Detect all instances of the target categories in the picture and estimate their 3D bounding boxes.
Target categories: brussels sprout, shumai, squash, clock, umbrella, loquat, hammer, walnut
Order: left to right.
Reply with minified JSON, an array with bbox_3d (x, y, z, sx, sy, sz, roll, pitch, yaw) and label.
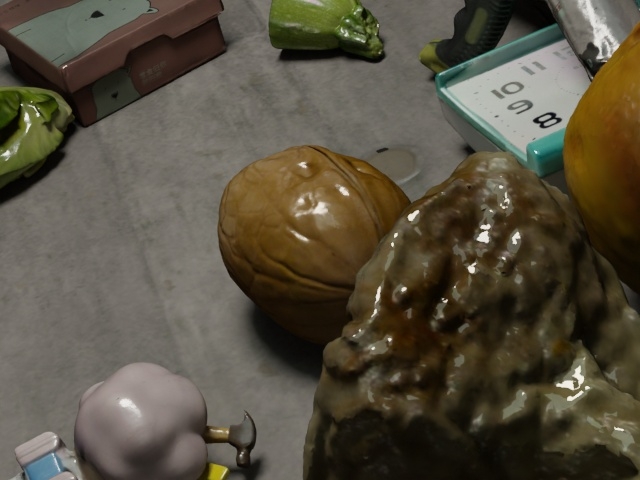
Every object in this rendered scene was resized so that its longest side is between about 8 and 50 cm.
[{"bbox_3d":[-0.356,-0.119,1.807,0.181,0.100,0.139,-41,31,-29],"label":"brussels sprout"},{"bbox_3d":[0.000,0.000,1.463,0.167,0.167,0.207,-28,40,-17],"label":"walnut"},{"bbox_3d":[0.018,-0.251,1.856,0.132,0.105,0.105,17,46,19],"label":"squash"},{"bbox_3d":[0.172,-0.245,1.685,0.158,0.226,0.041,42,51,12],"label":"hammer"},{"bbox_3d":[0.161,0.105,1.159,0.262,0.267,0.314,15,87,32],"label":"shumai"},{"bbox_3d":[0.222,-0.269,1.530,0.073,0.067,0.337,-13,59,-15],"label":"umbrella"},{"bbox_3d":[0.275,-0.125,1.578,0.262,0.116,0.231,-23,32,-12],"label":"clock"},{"bbox_3d":[0.341,-0.062,1.335,0.284,0.276,0.276,35,55,14],"label":"loquat"}]

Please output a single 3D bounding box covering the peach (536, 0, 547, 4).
[{"bbox_3d":[0.272,-0.360,1.750,0.292,0.292,0.247,19,72,38],"label":"peach"}]

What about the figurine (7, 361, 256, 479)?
[{"bbox_3d":[-0.171,0.174,1.343,0.229,0.112,0.137,-29,42,-2],"label":"figurine"}]

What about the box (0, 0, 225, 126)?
[{"bbox_3d":[-0.250,-0.246,1.937,0.215,0.086,0.215,-31,39,-21],"label":"box"}]
